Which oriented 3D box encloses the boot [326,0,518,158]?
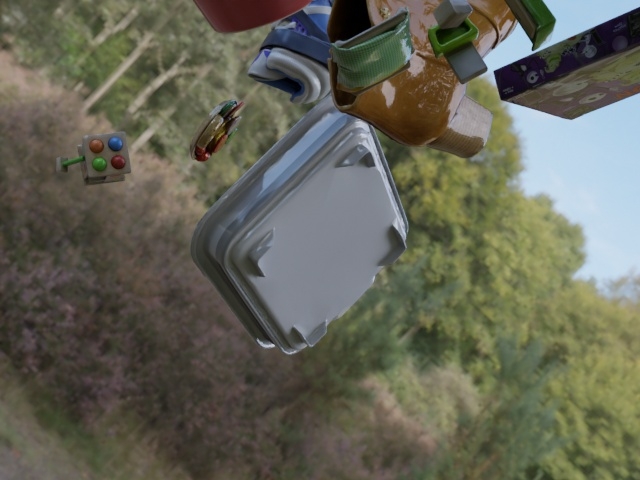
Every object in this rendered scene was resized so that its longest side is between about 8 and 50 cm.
[{"bbox_3d":[0.104,-0.240,1.010,0.104,0.295,0.211,-5,-18,43],"label":"boot"}]

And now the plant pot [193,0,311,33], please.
[{"bbox_3d":[-0.112,-0.445,1.409,0.275,0.275,0.243,42,-21,59],"label":"plant pot"}]

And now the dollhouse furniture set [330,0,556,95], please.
[{"bbox_3d":[0.086,-0.136,0.715,0.058,0.152,0.076,62,-2,14],"label":"dollhouse furniture set"}]

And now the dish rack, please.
[{"bbox_3d":[0.000,0.000,1.277,0.072,0.285,0.333,36,-15,31],"label":"dish rack"}]

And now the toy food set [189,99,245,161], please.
[{"bbox_3d":[-0.113,-0.120,1.088,0.020,0.082,0.083,36,-32,6],"label":"toy food set"}]

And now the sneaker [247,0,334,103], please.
[{"bbox_3d":[-0.069,-0.408,1.853,0.323,0.236,0.130,52,-24,-5],"label":"sneaker"}]

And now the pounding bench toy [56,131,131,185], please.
[{"bbox_3d":[-0.281,-0.099,1.225,0.065,0.083,0.052,159,-78,-70],"label":"pounding bench toy"}]

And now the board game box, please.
[{"bbox_3d":[0.412,-0.238,1.220,0.208,0.347,0.056,-4,77,-52],"label":"board game box"}]
